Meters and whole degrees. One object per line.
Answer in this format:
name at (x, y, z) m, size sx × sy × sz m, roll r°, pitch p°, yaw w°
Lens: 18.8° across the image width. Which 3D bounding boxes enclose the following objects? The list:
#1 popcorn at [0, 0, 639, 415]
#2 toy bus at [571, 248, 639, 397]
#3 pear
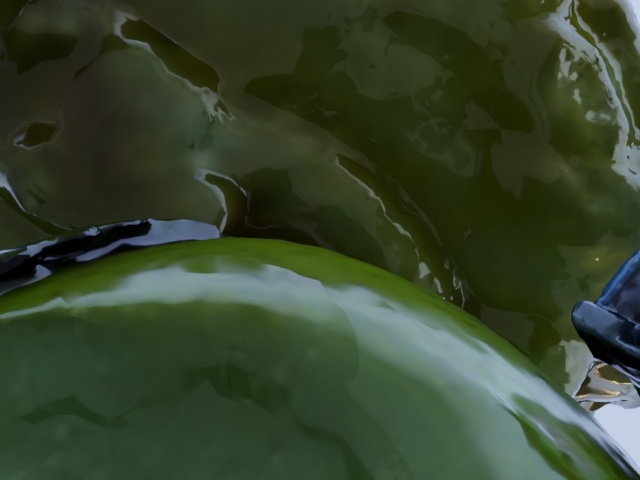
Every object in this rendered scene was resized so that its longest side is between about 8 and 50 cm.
popcorn at (0.000, 0.000, 0.564) m, size 0.225 × 0.174 × 0.286 m, roll 4°, pitch -85°, yaw 6°
toy bus at (0.148, -0.017, 0.387) m, size 0.185 × 0.090 × 0.106 m, roll -50°, pitch -48°, yaw -10°
pear at (-0.014, 0.145, 0.340) m, size 0.292 × 0.292 × 0.159 m, roll 3°, pitch -34°, yaw 14°
